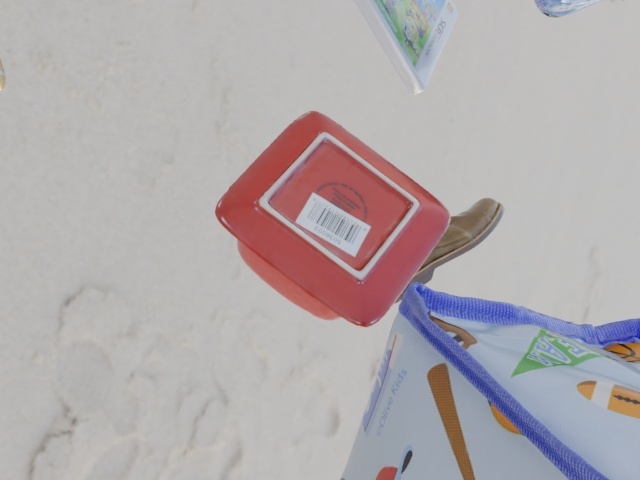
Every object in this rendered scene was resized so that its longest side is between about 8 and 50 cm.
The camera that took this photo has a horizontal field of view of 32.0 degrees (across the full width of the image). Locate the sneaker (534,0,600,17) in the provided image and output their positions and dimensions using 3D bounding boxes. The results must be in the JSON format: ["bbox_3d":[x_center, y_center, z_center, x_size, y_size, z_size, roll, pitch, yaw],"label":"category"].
[{"bbox_3d":[0.397,-0.399,1.427,0.330,0.130,0.147,-32,162,-5],"label":"sneaker"}]

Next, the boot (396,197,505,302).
[{"bbox_3d":[0.187,-0.011,1.874,0.305,0.115,0.112,-33,-178,-29],"label":"boot"}]

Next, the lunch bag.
[{"bbox_3d":[0.160,0.251,0.531,0.238,0.385,0.328,7,109,-27],"label":"lunch bag"}]

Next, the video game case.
[{"bbox_3d":[0.089,-0.309,1.328,0.212,0.023,0.193,55,37,-25],"label":"video game case"}]

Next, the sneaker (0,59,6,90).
[{"bbox_3d":[-0.392,-0.212,1.300,0.032,0.037,0.083,150,-77,-78],"label":"sneaker"}]

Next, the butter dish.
[{"bbox_3d":[0.000,0.000,0.939,0.160,0.160,0.118,-50,175,-38],"label":"butter dish"}]
